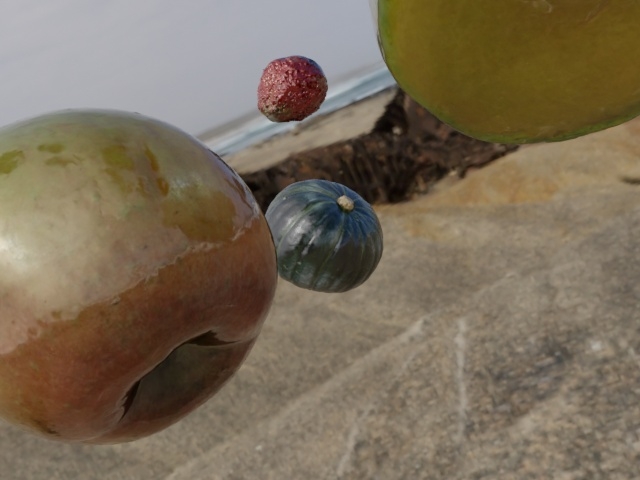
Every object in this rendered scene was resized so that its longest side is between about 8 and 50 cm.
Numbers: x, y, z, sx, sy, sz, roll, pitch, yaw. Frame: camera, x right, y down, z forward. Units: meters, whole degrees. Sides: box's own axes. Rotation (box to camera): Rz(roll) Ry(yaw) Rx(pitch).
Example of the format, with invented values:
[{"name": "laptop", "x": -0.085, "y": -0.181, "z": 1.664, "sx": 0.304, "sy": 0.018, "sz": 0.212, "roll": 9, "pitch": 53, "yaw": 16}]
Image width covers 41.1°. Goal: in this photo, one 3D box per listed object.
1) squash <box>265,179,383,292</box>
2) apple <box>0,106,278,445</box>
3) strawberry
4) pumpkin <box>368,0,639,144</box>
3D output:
[{"name": "squash", "x": 0.001, "y": -0.005, "z": 1.416, "sx": 0.172, "sy": 0.218, "sz": 0.218, "roll": -40, "pitch": 1, "yaw": 29}, {"name": "apple", "x": -0.227, "y": 0.031, "z": 0.868, "sx": 0.338, "sy": 0.305, "sz": 0.339, "roll": -35, "pitch": -27, "yaw": -20}, {"name": "strawberry", "x": -0.041, "y": -0.207, "z": 1.196, "sx": 0.106, "sy": 0.106, "sz": 0.106, "roll": -23, "pitch": 10, "yaw": 4}, {"name": "pumpkin", "x": 0.182, "y": -0.221, "z": 0.688, "sx": 0.332, "sy": 0.332, "sz": 0.199, "roll": -17, "pitch": 55, "yaw": 37}]
